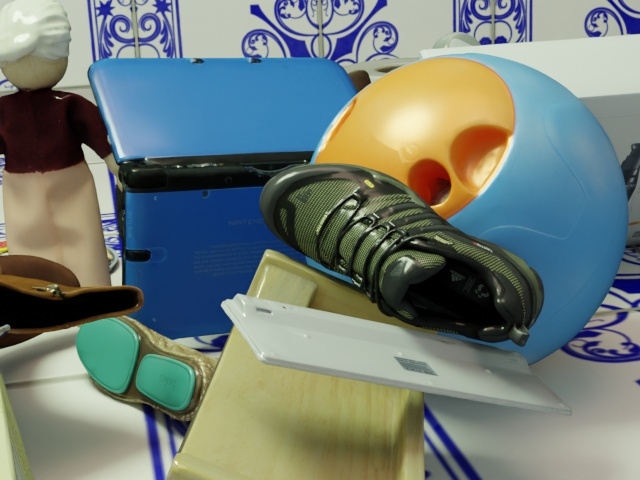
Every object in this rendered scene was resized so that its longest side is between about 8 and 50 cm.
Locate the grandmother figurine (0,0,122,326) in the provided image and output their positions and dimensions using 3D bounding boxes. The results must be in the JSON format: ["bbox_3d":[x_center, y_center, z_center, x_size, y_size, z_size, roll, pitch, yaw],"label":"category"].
[{"bbox_3d":[-0.291,-0.081,1.152,0.207,0.343,0.104,-5,16,-9],"label":"grandmother figurine"}]

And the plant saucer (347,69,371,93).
[{"bbox_3d":[-0.039,-0.081,1.349,0.050,0.311,0.310,45,30,8],"label":"plant saucer"}]

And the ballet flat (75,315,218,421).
[{"bbox_3d":[-0.144,0.117,0.980,0.067,0.073,0.206,20,1,-42],"label":"ballet flat"}]

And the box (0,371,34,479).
[{"bbox_3d":[-0.270,0.176,0.625,0.213,0.117,0.243,-16,18,-15],"label":"box"}]

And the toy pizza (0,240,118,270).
[{"bbox_3d":[-0.352,0.022,1.362,0.201,0.032,0.201,-2,16,1],"label":"toy pizza"}]

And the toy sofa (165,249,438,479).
[{"bbox_3d":[-0.021,0.157,0.703,0.150,0.177,0.362,22,17,-2],"label":"toy sofa"}]

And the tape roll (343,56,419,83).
[{"bbox_3d":[0.158,-0.204,1.816,0.246,0.169,0.246,-2,15,1],"label":"tape roll"}]

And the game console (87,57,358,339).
[{"bbox_3d":[-0.081,-0.052,1.138,0.293,0.250,0.173,-4,18,-25],"label":"game console"}]

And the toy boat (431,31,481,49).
[{"bbox_3d":[0.206,-0.137,1.421,0.267,0.148,0.318,2,-18,23],"label":"toy boat"}]

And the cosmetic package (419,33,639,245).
[{"bbox_3d":[0.278,-0.099,1.253,0.377,0.284,0.097,-6,53,-11],"label":"cosmetic package"}]

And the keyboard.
[{"bbox_3d":[0.057,0.079,0.726,0.256,0.014,0.072,14,25,-32],"label":"keyboard"}]

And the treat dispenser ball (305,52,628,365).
[{"bbox_3d":[0.125,-0.022,0.983,0.288,0.288,0.288,-2,16,1],"label":"treat dispenser ball"}]

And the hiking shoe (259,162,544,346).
[{"bbox_3d":[0.055,0.006,0.794,0.226,0.086,0.114,23,10,9],"label":"hiking shoe"}]

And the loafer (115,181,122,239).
[{"bbox_3d":[-0.151,-0.100,1.363,0.130,0.134,0.366,-1,-17,-27],"label":"loafer"}]

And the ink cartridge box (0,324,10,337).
[{"bbox_3d":[-0.436,0.104,0.789,0.330,0.072,0.324,-14,-7,-38],"label":"ink cartridge box"}]

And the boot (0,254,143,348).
[{"bbox_3d":[-0.254,0.044,0.962,0.280,0.096,0.264,-8,-10,41],"label":"boot"}]
